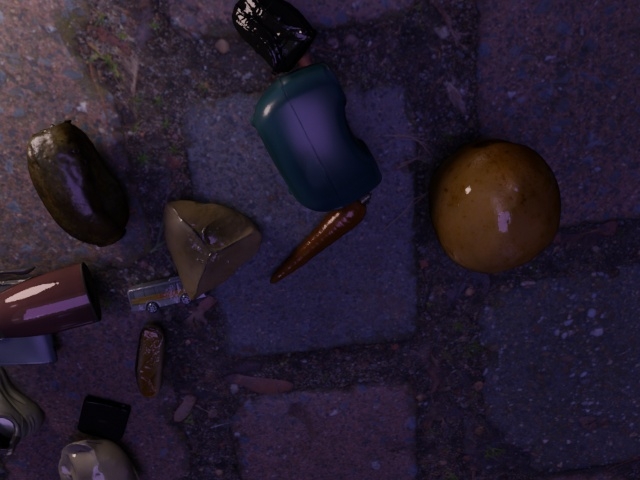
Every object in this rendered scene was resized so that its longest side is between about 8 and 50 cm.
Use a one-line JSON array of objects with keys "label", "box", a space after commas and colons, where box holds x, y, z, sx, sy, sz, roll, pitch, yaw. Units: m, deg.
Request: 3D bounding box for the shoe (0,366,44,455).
[{"label": "shoe", "box": [-0.855, 0.421, 1.299, 0.124, 0.159, 0.316, -31, 113, 10]}]

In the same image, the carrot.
[{"label": "carrot", "box": [0.000, 0.000, 1.236, 0.069, 0.069, 0.336, 42, 107, -17]}]

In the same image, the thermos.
[{"label": "thermos", "box": [-0.659, 0.141, 1.166, 0.265, 0.146, 0.176, -14, 99, -17]}]

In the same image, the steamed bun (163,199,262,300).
[{"label": "steamed bun", "box": [-0.243, 0.001, 1.178, 0.212, 0.110, 0.231, -20, 101, -9]}]

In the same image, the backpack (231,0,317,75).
[{"label": "backpack", "box": [-0.093, -0.429, 1.034, 0.120, 0.106, 0.165, -41, 89, 26]}]

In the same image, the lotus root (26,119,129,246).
[{"label": "lotus root", "box": [-0.523, -0.112, 1.105, 0.152, 0.160, 0.275, -26, 112, -4]}]

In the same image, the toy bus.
[{"label": "toy bus", "box": [-0.373, 0.127, 1.263, 0.190, 0.064, 0.075, -15, 100, 2]}]

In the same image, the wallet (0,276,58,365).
[{"label": "wallet", "box": [-0.749, 0.202, 1.266, 0.170, 0.069, 0.231, -3, 106, -7]}]

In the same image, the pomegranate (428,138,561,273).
[{"label": "pomegranate", "box": [0.368, -0.080, 1.103, 0.307, 0.307, 0.307, -1, 112, -3]}]

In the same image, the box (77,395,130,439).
[{"label": "box", "box": [-0.598, 0.492, 1.414, 0.126, 0.027, 0.125, 18, 112, -12]}]

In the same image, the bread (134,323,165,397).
[{"label": "bread", "box": [-0.443, 0.309, 1.334, 0.073, 0.053, 0.214, 5, 109, -10]}]

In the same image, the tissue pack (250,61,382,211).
[{"label": "tissue pack", "box": [-0.016, -0.204, 1.075, 0.206, 0.198, 0.287, -28, 116, 6]}]

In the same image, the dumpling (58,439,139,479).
[{"label": "dumpling", "box": [-0.610, 0.642, 1.414, 0.162, 0.132, 0.250, -36, 109, 7]}]
